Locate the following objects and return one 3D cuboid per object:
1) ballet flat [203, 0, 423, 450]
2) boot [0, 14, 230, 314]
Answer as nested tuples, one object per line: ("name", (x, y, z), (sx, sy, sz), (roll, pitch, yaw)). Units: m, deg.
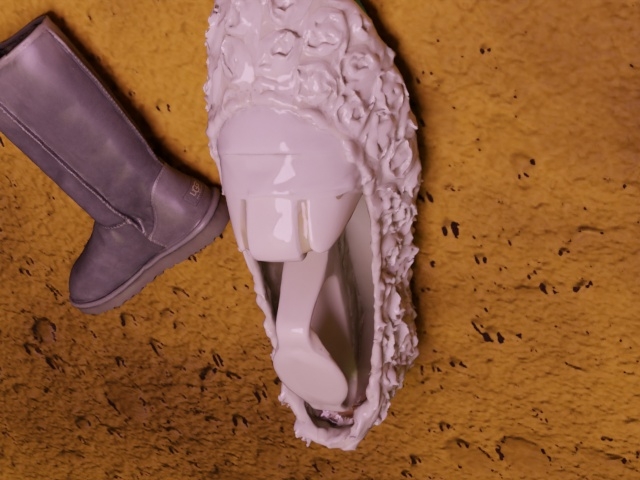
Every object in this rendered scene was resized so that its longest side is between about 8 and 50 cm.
("ballet flat", (0.000, 0.000, 1.064), (0.147, 0.147, 0.409), (7, 136, 21))
("boot", (-0.192, -0.051, 1.148), (0.208, 0.076, 0.190), (38, 125, -26))
